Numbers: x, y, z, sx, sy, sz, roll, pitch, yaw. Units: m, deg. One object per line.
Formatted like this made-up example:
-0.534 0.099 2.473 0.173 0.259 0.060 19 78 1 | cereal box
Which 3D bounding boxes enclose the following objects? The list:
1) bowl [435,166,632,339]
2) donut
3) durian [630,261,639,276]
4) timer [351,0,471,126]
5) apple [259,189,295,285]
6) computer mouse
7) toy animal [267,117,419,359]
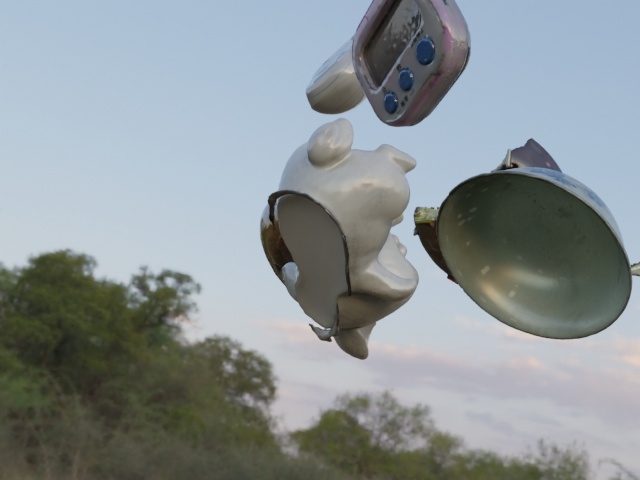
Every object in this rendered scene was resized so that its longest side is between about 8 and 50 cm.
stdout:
0.353 -0.010 1.381 0.313 0.146 0.313 26 -40 24 | bowl
0.361 -0.019 1.814 0.345 0.259 0.136 -33 -4 38 | donut
0.643 0.065 1.694 0.130 0.066 0.052 8 -47 29 | durian
0.129 -0.279 1.284 0.069 0.191 0.208 -7 -29 -31 | timer
0.000 0.000 1.313 0.188 0.174 0.207 38 -6 -7 | apple
0.067 -0.379 2.057 0.121 0.297 0.184 44 -68 -10 | computer mouse
0.023 0.013 1.057 0.208 0.154 0.325 44 -36 15 | toy animal
